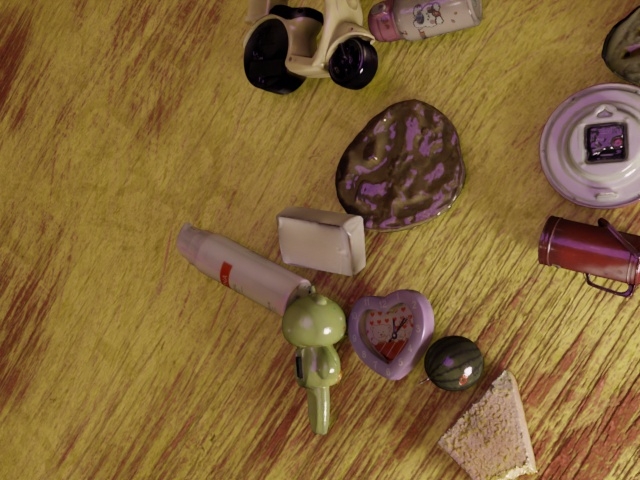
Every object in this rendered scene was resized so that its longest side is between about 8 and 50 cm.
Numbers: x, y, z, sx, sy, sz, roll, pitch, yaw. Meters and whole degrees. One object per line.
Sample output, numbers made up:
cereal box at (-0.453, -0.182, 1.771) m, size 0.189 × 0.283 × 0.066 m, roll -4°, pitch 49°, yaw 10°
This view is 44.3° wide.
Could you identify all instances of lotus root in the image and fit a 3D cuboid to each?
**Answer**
lotus root at (0.622, -0.343, 1.425) m, size 0.204 × 0.078 × 0.183 m, roll -32°, pitch 61°, yaw 9°

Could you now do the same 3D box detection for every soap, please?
soap at (0.000, 0.000, 1.653) m, size 0.183 × 0.064 × 0.121 m, roll 10°, pitch 121°, yaw 29°

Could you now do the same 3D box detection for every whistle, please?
whistle at (0.004, 0.238, 1.612) m, size 0.141 × 0.141 × 0.293 m, roll -13°, pitch 93°, yaw 25°

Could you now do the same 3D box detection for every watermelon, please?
watermelon at (0.239, 0.236, 1.474) m, size 0.133 × 0.105 × 0.105 m, roll -25°, pitch 65°, yaw -10°

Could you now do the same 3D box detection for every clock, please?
clock at (-0.025, -0.458, 1.730) m, size 0.379 × 0.120 × 0.276 m, roll 3°, pitch 88°, yaw 42°
clock at (0.528, -0.174, 1.451) m, size 0.245 × 0.056 × 0.244 m, roll -7°, pitch 75°, yaw 26°
clock at (0.147, 0.188, 1.550) m, size 0.198 × 0.064 × 0.172 m, roll -17°, pitch 73°, yaw 44°

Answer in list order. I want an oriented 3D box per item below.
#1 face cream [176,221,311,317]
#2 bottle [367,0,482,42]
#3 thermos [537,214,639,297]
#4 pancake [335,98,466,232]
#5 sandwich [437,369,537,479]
face cream at (-0.182, 0.061, 1.742) m, size 0.346 × 0.102 × 0.101 m, roll 25°, pitch 91°, yaw 30°
bottle at (0.213, -0.479, 1.652) m, size 0.233 × 0.110 × 0.109 m, roll -7°, pitch 76°, yaw 26°
thermos at (0.510, 0.029, 1.389) m, size 0.232 × 0.099 × 0.124 m, roll 17°, pitch 83°, yaw 30°
pancake at (0.164, -0.145, 1.638) m, size 0.295 × 0.049 × 0.294 m, roll -6°, pitch 75°, yaw 25°
sandwich at (0.334, 0.358, 1.435) m, size 0.162 × 0.058 × 0.193 m, roll 43°, pitch 98°, yaw 26°
